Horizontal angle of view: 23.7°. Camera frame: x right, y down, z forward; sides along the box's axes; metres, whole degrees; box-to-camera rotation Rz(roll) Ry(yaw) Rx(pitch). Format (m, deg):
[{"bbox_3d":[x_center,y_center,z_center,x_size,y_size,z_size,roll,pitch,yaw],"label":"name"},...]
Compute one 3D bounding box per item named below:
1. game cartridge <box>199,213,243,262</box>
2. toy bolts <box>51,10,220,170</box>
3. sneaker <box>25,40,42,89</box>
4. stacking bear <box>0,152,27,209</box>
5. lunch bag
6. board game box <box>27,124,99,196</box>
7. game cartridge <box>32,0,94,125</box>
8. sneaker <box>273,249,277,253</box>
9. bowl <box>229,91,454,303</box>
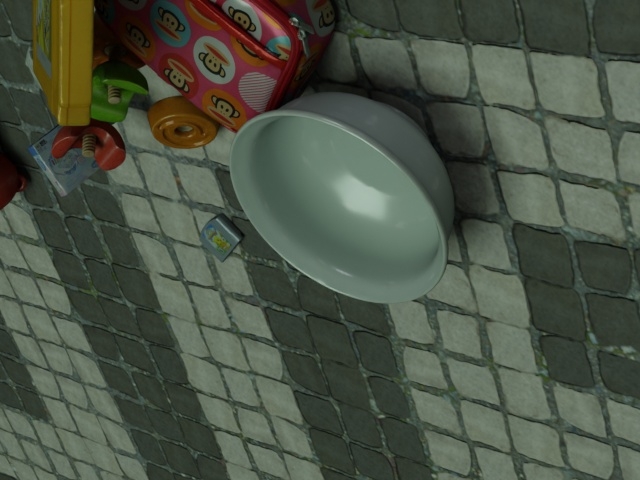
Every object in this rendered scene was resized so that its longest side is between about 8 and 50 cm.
[{"bbox_3d":[-0.148,-0.005,2.236,0.056,0.017,0.083,48,145,4],"label":"game cartridge"},{"bbox_3d":[-0.260,-0.210,2.090,0.218,0.158,0.228,17,147,-32],"label":"toy bolts"},{"bbox_3d":[-0.378,-0.224,2.233,0.152,0.054,0.061,57,154,-5],"label":"sneaker"},{"bbox_3d":[-0.602,-0.158,2.440,0.289,0.175,0.164,49,-170,-22],"label":"stacking bear"},{"bbox_3d":[-0.125,-0.292,1.843,0.293,0.120,0.258,39,141,7],"label":"lunch bag"},{"bbox_3d":[-0.380,-0.127,2.290,0.020,0.090,0.090,-17,111,50],"label":"board game box"},{"bbox_3d":[-0.313,-0.306,1.840,0.323,0.053,0.285,-130,41,-69],"label":"game cartridge"},{"bbox_3d":[0.000,0.000,2.040,0.229,0.086,0.132,43,152,22],"label":"sneaker"},{"bbox_3d":[0.048,-0.075,1.841,0.298,0.134,0.298,24,144,19],"label":"bowl"}]
